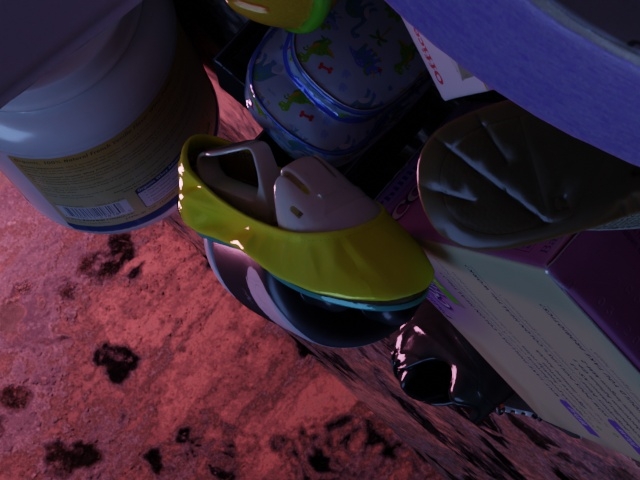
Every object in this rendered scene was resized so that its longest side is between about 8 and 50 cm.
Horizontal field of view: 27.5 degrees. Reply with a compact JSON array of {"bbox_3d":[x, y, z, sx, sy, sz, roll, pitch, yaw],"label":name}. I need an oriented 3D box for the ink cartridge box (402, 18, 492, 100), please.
[{"bbox_3d":[0.082,-0.120,0.634,0.088,0.052,0.122,62,168,-8],"label":"ink cartridge box"}]

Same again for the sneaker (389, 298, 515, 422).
[{"bbox_3d":[0.109,0.091,1.279,0.109,0.130,0.286,43,171,-22],"label":"sneaker"}]

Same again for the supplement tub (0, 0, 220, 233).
[{"bbox_3d":[-0.229,-0.156,1.218,0.228,0.228,0.316,39,170,17],"label":"supplement tub"}]

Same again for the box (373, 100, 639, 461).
[{"bbox_3d":[0.173,0.030,0.806,0.213,0.117,0.243,45,168,-20],"label":"box"}]

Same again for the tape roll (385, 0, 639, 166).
[{"bbox_3d":[0.108,-0.118,0.273,0.274,0.090,0.275,26,156,12],"label":"tape roll"}]

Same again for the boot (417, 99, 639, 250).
[{"bbox_3d":[0.163,-0.051,0.564,0.165,0.213,0.077,-26,-75,-66],"label":"boot"}]

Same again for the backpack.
[{"bbox_3d":[0.011,-0.109,0.831,0.105,0.114,0.084,43,170,-2],"label":"backpack"}]

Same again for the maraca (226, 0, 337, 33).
[{"bbox_3d":[-0.035,-0.199,0.693,0.127,0.099,0.186,21,131,59],"label":"maraca"}]

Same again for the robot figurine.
[{"bbox_3d":[-0.001,-0.003,1.186,0.209,0.173,0.278,57,165,-20],"label":"robot figurine"}]

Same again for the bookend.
[{"bbox_3d":[-0.030,-0.087,0.964,0.157,0.156,0.072,41,170,10],"label":"bookend"}]

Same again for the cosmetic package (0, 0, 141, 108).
[{"bbox_3d":[-0.253,-0.257,0.453,0.329,0.327,0.394,34,159,38],"label":"cosmetic package"}]

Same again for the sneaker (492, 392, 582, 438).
[{"bbox_3d":[0.212,0.169,1.401,0.158,0.065,0.061,38,170,19],"label":"sneaker"}]

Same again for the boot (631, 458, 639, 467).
[{"bbox_3d":[0.231,0.093,1.031,0.189,0.076,0.208,29,157,45],"label":"boot"}]

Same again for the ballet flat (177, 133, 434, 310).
[{"bbox_3d":[-0.021,-0.021,0.821,0.231,0.077,0.077,22,128,49],"label":"ballet flat"}]
